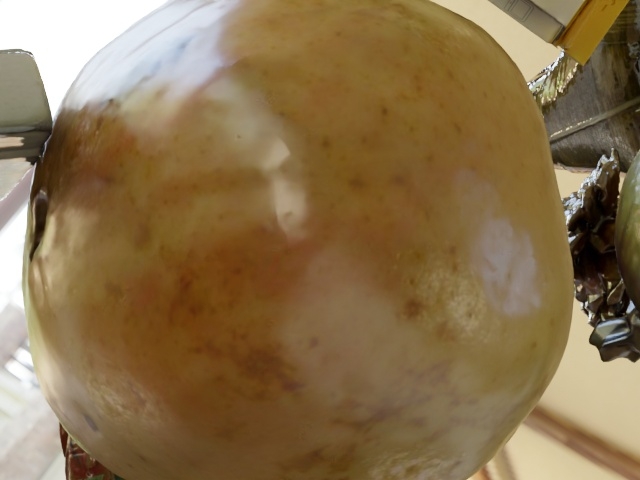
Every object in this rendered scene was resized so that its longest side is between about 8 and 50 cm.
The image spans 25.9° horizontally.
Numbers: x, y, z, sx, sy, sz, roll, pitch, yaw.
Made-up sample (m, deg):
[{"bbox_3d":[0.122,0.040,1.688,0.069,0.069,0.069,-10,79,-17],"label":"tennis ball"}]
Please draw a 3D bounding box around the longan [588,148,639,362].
[{"bbox_3d":[0.181,0.009,0.547,0.176,0.145,0.155,-25,-82,24],"label":"longan"}]

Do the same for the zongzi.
[{"bbox_3d":[0.289,-0.202,1.517,0.286,0.134,0.288,10,-50,53],"label":"zongzi"}]

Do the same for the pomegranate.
[{"bbox_3d":[0.000,0.000,0.808,0.342,0.342,0.342,32,-18,12],"label":"pomegranate"}]

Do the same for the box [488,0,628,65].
[{"bbox_3d":[0.121,-0.243,0.989,0.247,0.129,0.033,36,-24,2],"label":"box"}]

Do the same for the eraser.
[{"bbox_3d":[-0.218,-0.060,0.815,0.352,0.089,0.061,164,-82,-73],"label":"eraser"}]

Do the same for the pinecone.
[{"bbox_3d":[0.297,0.012,1.328,0.195,0.150,0.179,62,15,1],"label":"pinecone"}]

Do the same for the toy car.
[{"bbox_3d":[-0.148,0.160,0.938,0.059,0.122,0.035,-10,-16,16],"label":"toy car"}]
